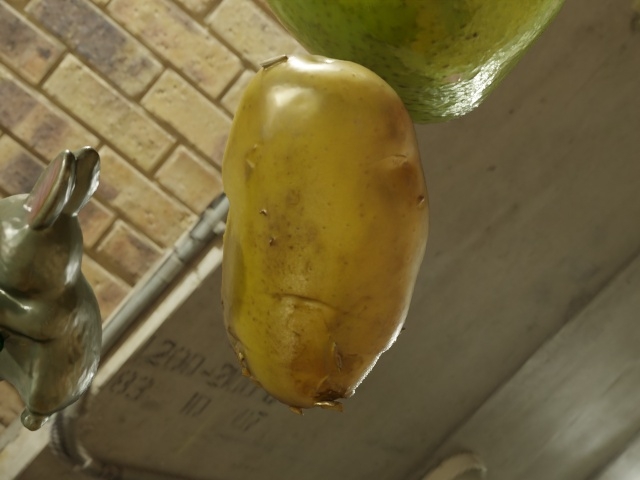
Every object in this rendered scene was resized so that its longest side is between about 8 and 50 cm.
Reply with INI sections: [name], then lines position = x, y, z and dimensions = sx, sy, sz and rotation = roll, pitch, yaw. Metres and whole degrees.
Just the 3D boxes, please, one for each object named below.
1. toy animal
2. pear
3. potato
[toy animal]
position = -0.231, 0.027, 0.786
dimensions = 0.108, 0.236, 0.138
rotation = 16, 18, 20
[pear]
position = 0.076, -0.248, 0.959
dimensions = 0.342, 0.238, 0.318
rotation = 50, -2, 34
[potato]
position = 0.000, 0.000, 0.790
dimensions = 0.173, 0.300, 0.140
rotation = 9, 22, 9
